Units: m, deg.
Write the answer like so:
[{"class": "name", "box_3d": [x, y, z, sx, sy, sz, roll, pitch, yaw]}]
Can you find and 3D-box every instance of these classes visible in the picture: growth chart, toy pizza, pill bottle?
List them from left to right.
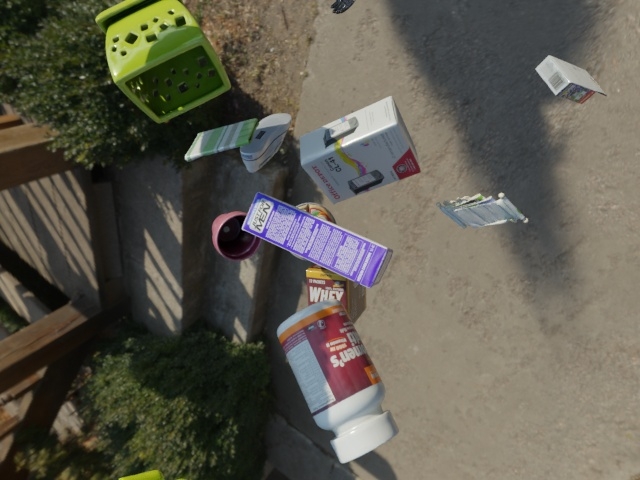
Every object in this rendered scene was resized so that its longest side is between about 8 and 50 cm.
[{"class": "toy pizza", "box_3d": [-0.032, -0.030, 1.486, 0.201, 0.201, 0.032, 60, 164, -8]}, {"class": "pill bottle", "box_3d": [0.027, 0.215, 0.676, 0.121, 0.121, 0.221, -48, 62, 43]}, {"class": "growth chart", "box_3d": [0.495, -0.090, 1.343, 0.172, 0.021, 0.237, 39, 152, -31]}]

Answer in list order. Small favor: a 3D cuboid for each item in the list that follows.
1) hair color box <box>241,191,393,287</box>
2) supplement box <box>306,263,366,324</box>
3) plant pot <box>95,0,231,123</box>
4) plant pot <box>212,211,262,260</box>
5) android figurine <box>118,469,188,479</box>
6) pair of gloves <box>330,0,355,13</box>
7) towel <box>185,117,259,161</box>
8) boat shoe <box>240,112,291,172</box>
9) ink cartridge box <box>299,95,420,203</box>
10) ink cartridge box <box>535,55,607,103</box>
[{"class": "hair color box", "box_3d": [0.000, 0.000, 1.064, 0.338, 0.185, 0.110, 26, 93, 14]}, {"class": "supplement box", "box_3d": [0.056, 0.159, 1.364, 0.129, 0.194, 0.192, 4, 106, 23]}, {"class": "plant pot", "box_3d": [-0.380, -0.457, 1.044, 0.207, 0.227, 0.228, 63, 179, 10]}, {"class": "plant pot", "box_3d": [-0.369, -0.034, 1.814, 0.180, 0.201, 0.202, 28, 134, 55]}, {"class": "android figurine", "box_3d": [-0.336, 0.595, 0.873, 0.056, 0.272, 0.248, -52, 51, 28]}, {"class": "pair of gloves", "box_3d": [0.036, -0.515, 0.894, 0.074, 0.010, 0.083, -43, 83, 4]}, {"class": "towel", "box_3d": [-0.213, -0.219, 0.945, 0.151, 0.113, 0.023, -10, 130, 15]}, {"class": "boat shoe", "box_3d": [-0.168, -0.310, 1.350, 0.095, 0.258, 0.084, 19, 140, 21]}, {"class": "ink cartridge box", "box_3d": [0.121, -0.262, 1.310, 0.306, 0.131, 0.226, -20, 141, 21]}, {"class": "ink cartridge box", "box_3d": [0.399, -0.250, 0.683, 0.029, 0.115, 0.063, -49, 50, 45]}]
